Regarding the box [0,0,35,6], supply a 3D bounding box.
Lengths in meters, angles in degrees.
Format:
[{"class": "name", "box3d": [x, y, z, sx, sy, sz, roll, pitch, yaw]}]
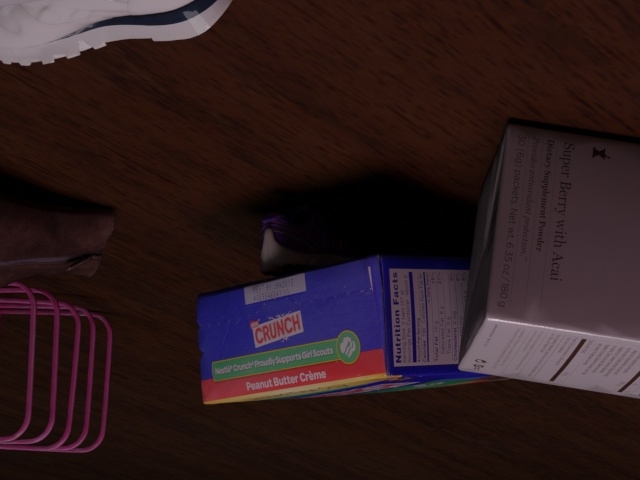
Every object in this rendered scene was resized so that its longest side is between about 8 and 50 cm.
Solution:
[{"class": "box", "box3d": [-0.222, -0.211, 0.951, 0.087, 0.101, 0.102, -3, 159, 30]}]

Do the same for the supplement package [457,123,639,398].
[{"class": "supplement package", "box3d": [0.281, 0.031, 1.299, 0.293, 0.178, 0.175, 9, 161, 0]}]

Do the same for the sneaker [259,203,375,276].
[{"class": "sneaker", "box3d": [0.000, 0.000, 1.526, 0.068, 0.071, 0.170, -12, 169, 30]}]

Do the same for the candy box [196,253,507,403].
[{"class": "candy box", "box3d": [0.080, 0.089, 1.522, 0.317, 0.122, 0.268, 3, 170, -42]}]

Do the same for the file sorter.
[{"class": "file sorter", "box3d": [-0.387, 0.160, 1.886, 0.182, 0.202, 0.290, 0, 170, 10]}]

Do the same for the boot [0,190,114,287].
[{"class": "boot", "box3d": [-0.315, -0.032, 1.573, 0.207, 0.090, 0.248, -3, 149, -23]}]

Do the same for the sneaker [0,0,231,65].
[{"class": "sneaker", "box3d": [-0.168, -0.187, 1.051, 0.235, 0.090, 0.095, -8, 143, 31]}]
